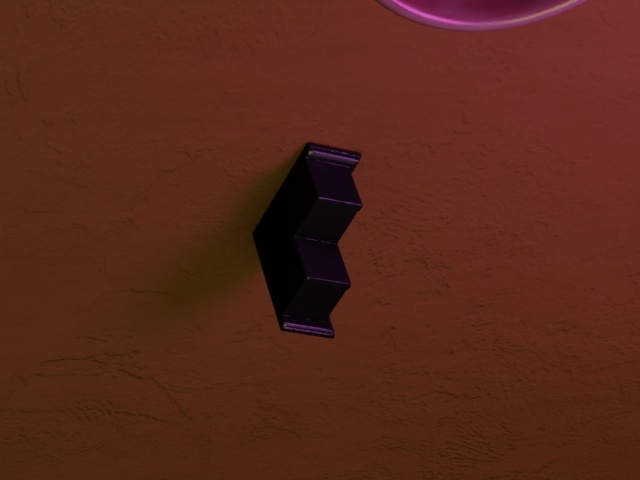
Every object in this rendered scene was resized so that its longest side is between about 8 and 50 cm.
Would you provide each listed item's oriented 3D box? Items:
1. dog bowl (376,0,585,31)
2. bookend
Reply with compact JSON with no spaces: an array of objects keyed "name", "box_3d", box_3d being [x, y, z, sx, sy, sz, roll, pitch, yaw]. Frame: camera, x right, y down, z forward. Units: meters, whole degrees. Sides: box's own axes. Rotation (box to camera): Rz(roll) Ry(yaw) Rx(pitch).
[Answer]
[{"name":"dog bowl","box_3d":[0.162,-0.362,1.477,0.408,0.150,0.408,-10,139,-8]},{"name":"bookend","box_3d":[0.000,0.000,1.868,0.072,0.156,0.157,10,130,-28]}]
